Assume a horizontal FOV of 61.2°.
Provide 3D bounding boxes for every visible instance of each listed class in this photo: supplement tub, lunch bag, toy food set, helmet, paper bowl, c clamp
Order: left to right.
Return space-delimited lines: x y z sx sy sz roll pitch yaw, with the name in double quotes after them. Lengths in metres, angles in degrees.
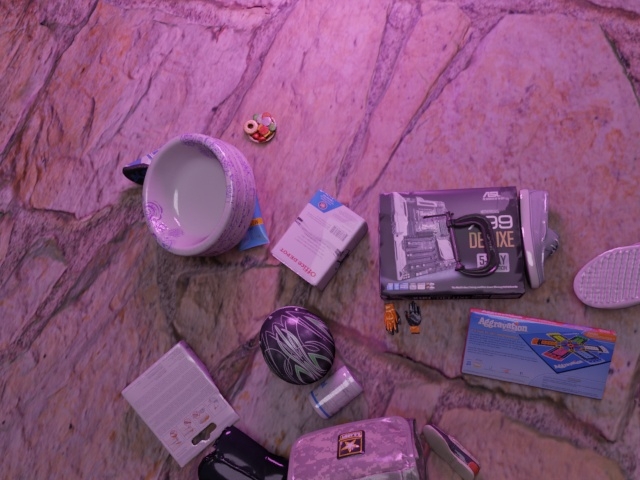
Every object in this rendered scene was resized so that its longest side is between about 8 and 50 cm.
-0.275 -0.102 1.290 0.284 0.148 0.284 -1 87 29 "paper bowl"
-0.154 -0.295 1.410 0.082 0.020 0.083 -41 71 -2 "toy food set"
-0.049 0.229 1.175 0.169 0.161 0.169 -3 75 10 "helmet"
0.032 0.332 1.180 0.107 0.071 0.071 -39 72 -2 "supplement tub"
0.079 0.432 1.031 0.235 0.287 0.169 -14 73 8 "lunch bag"
0.307 0.005 1.159 0.137 0.022 0.161 -14 71 2 "c clamp"

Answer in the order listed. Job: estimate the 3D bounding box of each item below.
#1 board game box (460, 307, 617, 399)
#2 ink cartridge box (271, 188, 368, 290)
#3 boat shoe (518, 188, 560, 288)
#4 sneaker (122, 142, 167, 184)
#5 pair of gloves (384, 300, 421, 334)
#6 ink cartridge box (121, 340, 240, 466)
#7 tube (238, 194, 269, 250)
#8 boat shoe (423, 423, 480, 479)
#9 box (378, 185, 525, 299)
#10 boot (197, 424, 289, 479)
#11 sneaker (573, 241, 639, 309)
0.443 0.232 1.117 0.281 0.027 0.145 9 106 13 "board game box"
0.000 0.000 1.268 0.139 0.082 0.191 36 86 18 "ink cartridge box"
0.479 -0.008 1.177 0.081 0.079 0.228 -3 72 15 "boat shoe"
-0.414 -0.203 1.416 0.211 0.080 0.081 -11 58 4 "sneaker"
0.186 0.175 1.223 0.083 0.010 0.074 -5 74 9 "pair of gloves"
-0.322 0.377 1.260 0.181 0.056 0.225 -40 90 -1 "ink cartridge box"
-0.182 -0.082 1.348 0.080 0.052 0.207 -16 77 20 "tube"
0.272 0.432 1.122 0.137 0.049 0.043 43 44 20 "boat shoe"
0.286 0.009 1.212 0.307 0.076 0.243 -1 75 11 "box"
-0.172 0.546 1.148 0.207 0.094 0.247 22 74 12 "boot"
0.691 0.052 1.107 0.321 0.127 0.126 -31 63 28 "sneaker"
